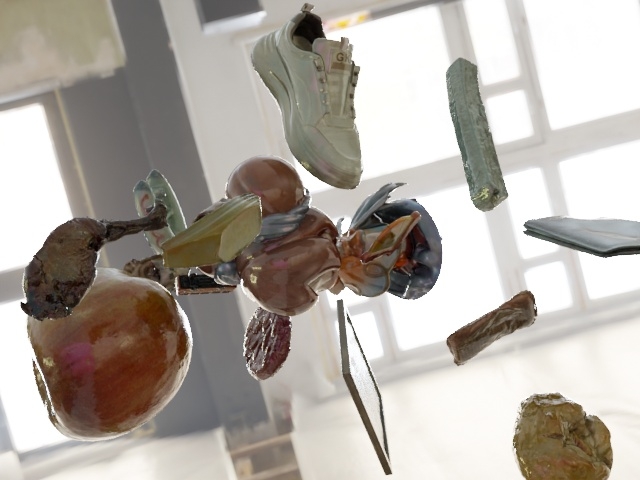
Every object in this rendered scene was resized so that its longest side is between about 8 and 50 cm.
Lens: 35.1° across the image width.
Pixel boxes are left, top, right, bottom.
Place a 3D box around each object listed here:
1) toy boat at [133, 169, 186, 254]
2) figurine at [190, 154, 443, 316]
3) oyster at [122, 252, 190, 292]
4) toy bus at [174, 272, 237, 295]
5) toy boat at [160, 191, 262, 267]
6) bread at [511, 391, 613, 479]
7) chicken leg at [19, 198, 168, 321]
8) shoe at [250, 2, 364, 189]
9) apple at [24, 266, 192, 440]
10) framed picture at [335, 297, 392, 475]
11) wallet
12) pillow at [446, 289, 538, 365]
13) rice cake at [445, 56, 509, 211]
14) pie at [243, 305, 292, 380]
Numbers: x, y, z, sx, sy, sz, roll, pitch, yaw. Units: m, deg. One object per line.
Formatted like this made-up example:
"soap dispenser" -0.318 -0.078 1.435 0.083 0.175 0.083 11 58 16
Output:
"toy boat" -0.351 -0.055 2.296 0.078 0.208 0.134 -12 -162 16
"figurine" 0.001 0.000 1.701 0.388 0.248 0.277 -8 153 -38
"oyster" -0.342 0.079 2.186 0.165 0.108 0.053 -19 156 -21
"toy bus" -0.203 0.077 1.782 0.110 0.031 0.043 -1 157 -27
"toy boat" -0.126 -0.012 1.222 0.066 0.065 0.172 15 -148 28
"bread" 0.485 0.405 2.017 0.244 0.244 0.134 -21 162 -50
"chicken leg" -0.309 0.013 1.354 0.253 0.106 0.051 -46 164 -36
"shoe" 0.008 -0.237 1.556 0.124 0.316 0.159 -2 143 -44
"apple" -0.355 0.185 1.726 0.301 0.302 0.301 -15 -175 1
"framed picture" 0.094 0.313 2.162 0.020 0.324 0.240 -16 -146 9
"wallet" 0.601 -0.009 2.071 0.290 0.054 0.251 -1 -170 -30
"pillow" 0.360 0.181 2.114 0.211 0.135 0.034 -30 -132 -3
"rice cake" 0.205 -0.142 1.349 0.042 0.245 0.045 16 138 -30
"pie" -0.097 0.180 1.830 0.036 0.155 0.154 16 169 -27
